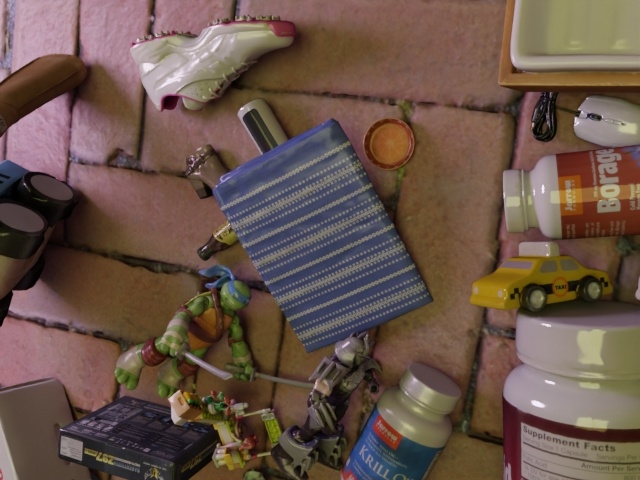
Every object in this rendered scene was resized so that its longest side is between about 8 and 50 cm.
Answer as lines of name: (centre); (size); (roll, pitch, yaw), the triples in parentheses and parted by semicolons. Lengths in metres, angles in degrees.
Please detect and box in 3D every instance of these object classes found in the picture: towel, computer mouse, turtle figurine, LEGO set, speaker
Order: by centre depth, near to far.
computer mouse: (0.398, -0.171, 0.870); (0.193, 0.042, 0.106); (20, 100, 17)
towel: (0.000, 0.000, 1.008); (0.243, 0.040, 0.335); (-26, 99, 19)
speaker: (-0.082, -0.167, 1.039); (0.055, 0.055, 0.136); (-32, 84, 20)
turtle figurine: (-0.205, 0.205, 1.045); (0.266, 0.198, 0.274); (-36, 80, 24)
LEGO set: (-0.140, 0.317, 1.049); (0.107, 0.132, 0.286); (-15, 122, 12)

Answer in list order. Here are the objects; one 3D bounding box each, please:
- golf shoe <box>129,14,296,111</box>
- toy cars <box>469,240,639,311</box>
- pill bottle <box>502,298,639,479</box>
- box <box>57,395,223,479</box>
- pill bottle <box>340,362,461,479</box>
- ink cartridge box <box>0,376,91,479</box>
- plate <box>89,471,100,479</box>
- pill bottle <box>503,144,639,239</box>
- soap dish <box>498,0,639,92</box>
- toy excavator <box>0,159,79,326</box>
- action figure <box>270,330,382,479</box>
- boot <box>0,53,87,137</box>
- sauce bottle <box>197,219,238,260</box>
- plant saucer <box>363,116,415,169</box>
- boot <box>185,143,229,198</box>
golf shoe: (-0.173, -0.295, 1.042); (0.307, 0.115, 0.140); (-3, 105, 27)
toy cars: (0.399, 0.038, 0.818); (0.394, 0.176, 0.087); (-3, 93, 20)
pill bottle: (0.359, 0.287, 0.831); (0.224, 0.224, 0.391); (0, 95, 20)
box: (-0.310, 0.353, 1.101); (0.233, 0.183, 0.059); (9, 99, 18)
pill bottle: (0.129, 0.308, 0.970); (0.124, 0.124, 0.221); (27, 103, 16)
ink cartridge box: (-0.678, 0.474, 1.245); (0.385, 0.160, 0.279); (-27, 78, 20)
plate: (-0.504, 0.560, 1.276); (0.188, 0.024, 0.188); (2, 96, 20)
pill bottle: (0.366, -0.063, 0.850); (0.216, 0.121, 0.121); (-5, 93, 20)
soap dish: (0.392, -0.297, 0.800); (0.291, 0.118, 0.228); (5, 82, 20)
toy excavator: (-0.703, -0.098, 1.159); (0.445, 0.433, 0.222); (30, 110, -14)
action figure: (0.023, 0.257, 0.984); (0.099, 0.185, 0.284); (37, 123, 27)
boot: (-0.585, -0.244, 1.106); (0.236, 0.269, 0.089); (5, 130, 16)
sauce bottle: (-0.164, -0.009, 1.090); (0.128, 0.042, 0.042); (-39, 82, 17)
plant saucer: (0.110, -0.154, 0.992); (0.084, 0.013, 0.083); (2, 96, 19)
boot: (-0.186, -0.126, 1.088); (0.119, 0.042, 0.086); (-16, 87, 20)
